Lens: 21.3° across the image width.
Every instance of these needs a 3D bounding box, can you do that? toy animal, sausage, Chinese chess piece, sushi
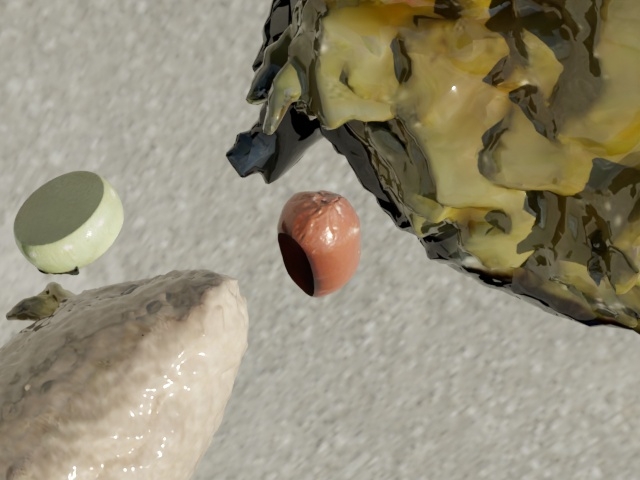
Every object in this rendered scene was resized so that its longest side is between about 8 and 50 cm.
[{"bbox_3d":[-0.209,0.164,1.423,0.358,0.226,0.188,-42,111,-15],"label":"toy animal"},{"bbox_3d":[0.000,0.000,1.230,0.059,0.094,0.054,37,67,27],"label":"sausage"},{"bbox_3d":[-0.186,-0.014,1.256,0.034,0.084,0.084,59,42,-40],"label":"Chinese chess piece"},{"bbox_3d":[0.037,-0.081,0.406,0.115,0.147,0.212,-43,120,-58],"label":"sushi"}]
